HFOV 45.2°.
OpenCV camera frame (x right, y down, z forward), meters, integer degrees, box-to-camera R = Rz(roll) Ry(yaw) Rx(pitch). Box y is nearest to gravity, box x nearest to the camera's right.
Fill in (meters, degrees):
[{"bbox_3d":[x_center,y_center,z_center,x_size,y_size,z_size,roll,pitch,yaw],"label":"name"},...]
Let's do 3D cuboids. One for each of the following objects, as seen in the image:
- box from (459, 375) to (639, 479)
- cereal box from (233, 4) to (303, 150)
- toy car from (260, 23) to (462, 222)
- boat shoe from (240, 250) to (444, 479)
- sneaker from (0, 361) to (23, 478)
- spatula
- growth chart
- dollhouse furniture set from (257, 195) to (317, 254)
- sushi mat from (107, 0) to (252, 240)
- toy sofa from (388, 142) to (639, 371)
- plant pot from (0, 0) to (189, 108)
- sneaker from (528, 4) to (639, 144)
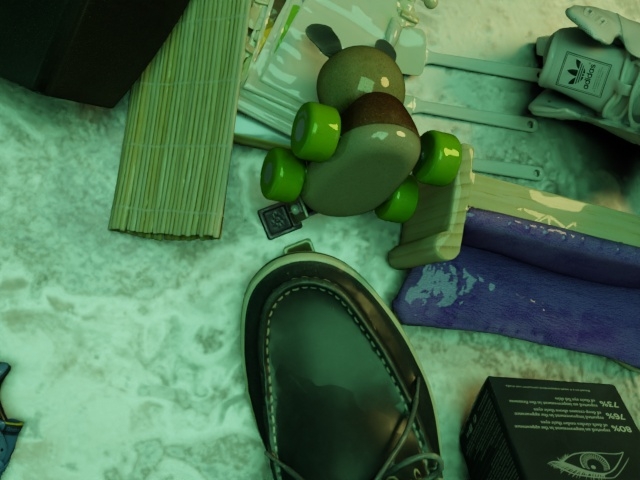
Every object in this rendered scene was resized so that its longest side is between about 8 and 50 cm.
[{"bbox_3d":[0.245,0.247,0.764,0.153,0.207,0.108,6,126,-10],"label":"box"},{"bbox_3d":[-0.047,-0.218,0.835,0.173,0.047,0.240,12,84,-11],"label":"cereal box"},{"bbox_3d":[0.032,-0.131,0.758,0.155,0.149,0.188,9,60,-24],"label":"toy car"},{"bbox_3d":[0.043,0.250,0.745,0.187,0.156,0.500,-14,88,0],"label":"boat shoe"},{"bbox_3d":[-0.326,0.216,0.728,0.082,0.069,0.209,-1,85,-15],"label":"sneaker"},{"bbox_3d":[0.152,-0.153,0.885,0.242,0.019,0.168,6,83,-11],"label":"spatula"},{"bbox_3d":[0.000,-0.213,0.810,0.172,0.021,0.237,34,79,-9],"label":"growth chart"},{"bbox_3d":[0.000,0.000,0.807,0.091,0.081,0.114,-21,89,-13],"label":"dollhouse furniture set"},{"bbox_3d":[-0.140,-0.156,0.778,0.152,0.019,0.316,2,82,31],"label":"sushi mat"},{"bbox_3d":[0.266,0.033,0.821,0.363,0.150,0.177,13,81,-12],"label":"toy sofa"},{"bbox_3d":[-0.250,-0.227,0.717,0.188,0.187,0.167,24,99,12],"label":"plant pot"},{"bbox_3d":[0.337,-0.134,0.785,0.210,0.365,0.137,13,121,-2],"label":"sneaker"}]
